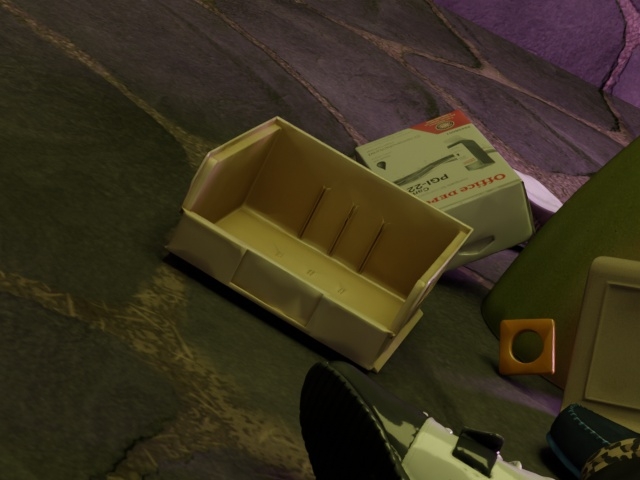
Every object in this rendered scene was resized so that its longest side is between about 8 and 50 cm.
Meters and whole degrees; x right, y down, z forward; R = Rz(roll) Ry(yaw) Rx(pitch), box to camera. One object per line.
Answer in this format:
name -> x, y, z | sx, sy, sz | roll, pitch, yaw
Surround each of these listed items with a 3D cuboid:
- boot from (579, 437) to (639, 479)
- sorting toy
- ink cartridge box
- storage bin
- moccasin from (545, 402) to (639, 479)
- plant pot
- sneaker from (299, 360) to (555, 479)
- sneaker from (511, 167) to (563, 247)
boot -> 0.382, 0.279, 1.397 | 0.378, 0.138, 0.284 | 5, 12, 14
sorting toy -> 0.367, 0.124, 1.737 | 0.348, 0.196, 0.047 | 10, -11, 25
ink cartridge box -> 0.154, -0.062, 2.010 | 0.159, 0.092, 0.218 | -21, 35, -7
storage bin -> 0.000, 0.000, 1.707 | 0.262, 0.123, 0.260 | 31, 19, 7
moccasin -> 0.398, 0.251, 1.610 | 0.342, 0.116, 0.138 | 30, 19, 7
plant pot -> 0.384, 0.022, 1.907 | 0.275, 0.293, 0.275 | 25, 19, -9
sneaker -> 0.116, 0.215, 1.280 | 0.146, 0.122, 0.330 | -20, 56, -37
sneaker -> 0.246, -0.057, 2.233 | 0.290, 0.106, 0.123 | 29, 12, -30
